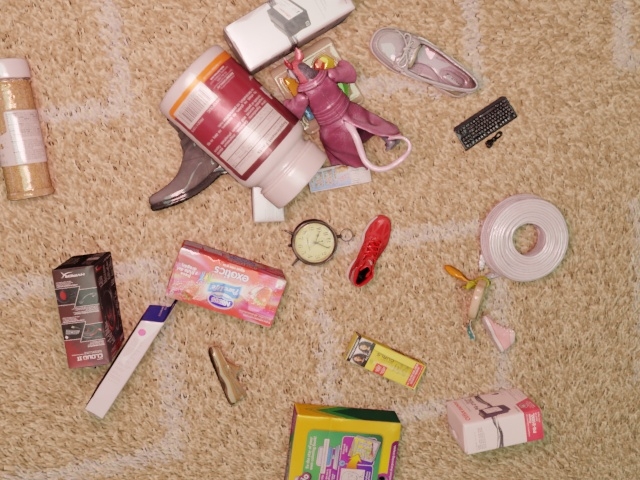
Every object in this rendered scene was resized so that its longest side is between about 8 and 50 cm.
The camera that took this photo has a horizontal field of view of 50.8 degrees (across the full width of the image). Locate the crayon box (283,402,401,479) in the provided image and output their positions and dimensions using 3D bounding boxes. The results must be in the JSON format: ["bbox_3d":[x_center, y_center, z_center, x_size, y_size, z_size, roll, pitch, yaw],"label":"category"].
[{"bbox_3d":[0.055,0.683,2.017,0.314,0.106,0.362,7,98,-7],"label":"crayon box"}]

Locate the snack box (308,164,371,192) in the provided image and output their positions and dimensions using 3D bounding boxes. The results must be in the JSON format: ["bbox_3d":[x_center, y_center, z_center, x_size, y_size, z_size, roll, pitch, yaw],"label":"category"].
[{"bbox_3d":[0.053,-0.183,1.920,0.179,0.022,0.064,-11,101,-5],"label":"snack box"}]

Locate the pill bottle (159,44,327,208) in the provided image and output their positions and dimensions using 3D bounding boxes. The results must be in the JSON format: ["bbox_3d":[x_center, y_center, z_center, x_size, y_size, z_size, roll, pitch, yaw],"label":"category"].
[{"bbox_3d":[-0.186,-0.277,1.697,0.392,0.224,0.224,42,92,-11],"label":"pill bottle"}]

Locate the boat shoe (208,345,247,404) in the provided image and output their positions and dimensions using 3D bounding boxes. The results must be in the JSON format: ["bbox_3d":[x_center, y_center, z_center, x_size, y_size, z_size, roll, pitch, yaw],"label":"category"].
[{"bbox_3d":[-0.265,0.381,1.956,0.072,0.068,0.189,-23,111,-15],"label":"boat shoe"}]

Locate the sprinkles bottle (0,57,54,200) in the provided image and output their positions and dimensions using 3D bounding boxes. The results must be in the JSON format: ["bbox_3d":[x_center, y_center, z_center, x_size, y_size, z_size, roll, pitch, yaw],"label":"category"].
[{"bbox_3d":[-0.785,-0.286,1.748,0.121,0.121,0.355,-9,100,-6],"label":"sprinkles bottle"}]

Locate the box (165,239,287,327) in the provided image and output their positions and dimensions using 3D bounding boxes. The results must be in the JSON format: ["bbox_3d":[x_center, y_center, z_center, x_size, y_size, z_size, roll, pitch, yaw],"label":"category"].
[{"bbox_3d":[-0.260,0.116,1.864,0.300,0.154,0.142,18,97,-11],"label":"box"}]

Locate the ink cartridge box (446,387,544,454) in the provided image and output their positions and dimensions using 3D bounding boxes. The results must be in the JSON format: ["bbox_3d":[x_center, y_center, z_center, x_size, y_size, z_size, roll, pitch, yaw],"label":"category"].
[{"bbox_3d":[0.515,0.537,2.017,0.238,0.172,0.100,-10,100,-5],"label":"ink cartridge box"}]

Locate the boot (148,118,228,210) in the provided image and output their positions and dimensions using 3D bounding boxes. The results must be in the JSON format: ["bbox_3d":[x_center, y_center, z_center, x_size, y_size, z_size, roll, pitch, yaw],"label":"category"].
[{"bbox_3d":[-0.356,-0.241,1.824,0.338,0.118,0.222,-33,99,-14],"label":"boot"}]

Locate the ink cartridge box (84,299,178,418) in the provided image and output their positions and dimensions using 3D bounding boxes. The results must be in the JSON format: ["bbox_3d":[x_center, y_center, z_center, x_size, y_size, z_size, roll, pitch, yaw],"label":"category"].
[{"bbox_3d":[-0.507,0.294,1.848,0.069,0.176,0.370,35,93,-10],"label":"ink cartridge box"}]

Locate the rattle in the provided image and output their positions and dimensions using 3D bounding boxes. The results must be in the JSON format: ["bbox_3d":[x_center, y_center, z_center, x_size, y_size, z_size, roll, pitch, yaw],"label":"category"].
[{"bbox_3d":[0.419,0.190,2.005,0.143,0.130,0.199,10,124,2],"label":"rattle"}]

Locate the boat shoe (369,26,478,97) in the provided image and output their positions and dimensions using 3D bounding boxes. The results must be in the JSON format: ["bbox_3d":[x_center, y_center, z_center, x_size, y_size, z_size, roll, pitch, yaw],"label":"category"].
[{"bbox_3d":[0.287,-0.492,1.859,0.321,0.103,0.118,28,95,-11],"label":"boat shoe"}]

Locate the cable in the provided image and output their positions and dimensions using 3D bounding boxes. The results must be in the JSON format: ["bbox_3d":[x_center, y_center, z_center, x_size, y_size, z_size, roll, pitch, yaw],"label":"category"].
[{"bbox_3d":[0.597,-0.007,1.982,0.257,0.089,0.256,-4,99,-6],"label":"cable"}]

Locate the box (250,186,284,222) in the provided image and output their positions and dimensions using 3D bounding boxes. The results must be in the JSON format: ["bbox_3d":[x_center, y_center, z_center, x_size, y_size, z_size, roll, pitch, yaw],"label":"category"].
[{"bbox_3d":[-0.147,-0.106,1.867,0.087,0.102,0.101,-3,100,-9],"label":"box"}]

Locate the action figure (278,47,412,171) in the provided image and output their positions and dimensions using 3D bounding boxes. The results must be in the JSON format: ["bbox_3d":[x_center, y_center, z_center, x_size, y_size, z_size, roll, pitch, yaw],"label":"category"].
[{"bbox_3d":[0.022,-0.330,1.750,0.248,0.275,0.370,-40,123,8],"label":"action figure"}]

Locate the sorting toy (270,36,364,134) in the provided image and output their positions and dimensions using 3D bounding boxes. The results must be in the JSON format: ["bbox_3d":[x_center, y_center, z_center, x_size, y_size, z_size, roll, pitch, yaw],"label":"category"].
[{"bbox_3d":[-0.006,-0.427,1.866,0.193,0.038,0.208,-32,101,-1],"label":"sorting toy"}]

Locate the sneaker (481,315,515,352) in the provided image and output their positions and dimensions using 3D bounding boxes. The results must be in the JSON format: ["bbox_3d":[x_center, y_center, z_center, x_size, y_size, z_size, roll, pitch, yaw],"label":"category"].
[{"bbox_3d":[0.542,0.269,2.041,0.070,0.051,0.134,-32,105,-3],"label":"sneaker"}]

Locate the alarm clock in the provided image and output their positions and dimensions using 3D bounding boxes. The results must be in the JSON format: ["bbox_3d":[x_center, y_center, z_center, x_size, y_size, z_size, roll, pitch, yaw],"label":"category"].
[{"bbox_3d":[0.000,0.000,1.922,0.192,0.064,0.129,-11,100,-3],"label":"alarm clock"}]

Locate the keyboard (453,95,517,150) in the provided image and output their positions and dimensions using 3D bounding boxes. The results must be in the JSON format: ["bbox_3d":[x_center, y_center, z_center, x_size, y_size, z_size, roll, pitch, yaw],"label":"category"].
[{"bbox_3d":[0.485,-0.327,1.952,0.180,0.023,0.108,-33,102,0],"label":"keyboard"}]

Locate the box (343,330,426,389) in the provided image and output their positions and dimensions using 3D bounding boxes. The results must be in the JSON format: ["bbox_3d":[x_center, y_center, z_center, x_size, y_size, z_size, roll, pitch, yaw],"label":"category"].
[{"bbox_3d":[0.190,0.357,2.005,0.232,0.058,0.087,26,94,-11],"label":"box"}]

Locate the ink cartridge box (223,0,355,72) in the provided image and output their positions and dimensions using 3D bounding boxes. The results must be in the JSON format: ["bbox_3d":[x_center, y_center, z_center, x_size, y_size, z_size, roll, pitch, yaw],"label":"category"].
[{"bbox_3d":[-0.086,-0.558,1.741,0.308,0.223,0.129,-31,102,-1],"label":"ink cartridge box"}]

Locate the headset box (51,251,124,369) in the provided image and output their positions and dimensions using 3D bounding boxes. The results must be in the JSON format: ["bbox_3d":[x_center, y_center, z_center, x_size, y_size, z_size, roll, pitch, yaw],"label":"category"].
[{"bbox_3d":[-0.610,0.193,1.798,0.110,0.218,0.292,-7,100,-5],"label":"headset box"}]

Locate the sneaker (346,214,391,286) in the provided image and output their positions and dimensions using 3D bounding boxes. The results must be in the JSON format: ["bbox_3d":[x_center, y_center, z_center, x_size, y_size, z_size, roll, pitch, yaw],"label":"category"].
[{"bbox_3d":[0.151,0.037,1.914,0.087,0.128,0.221,20,96,-10],"label":"sneaker"}]
